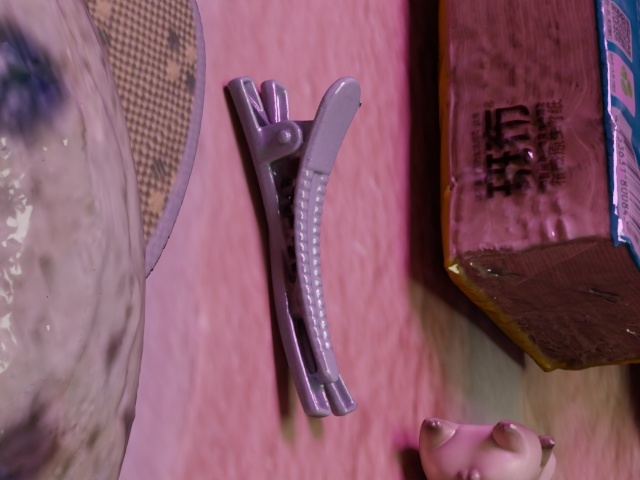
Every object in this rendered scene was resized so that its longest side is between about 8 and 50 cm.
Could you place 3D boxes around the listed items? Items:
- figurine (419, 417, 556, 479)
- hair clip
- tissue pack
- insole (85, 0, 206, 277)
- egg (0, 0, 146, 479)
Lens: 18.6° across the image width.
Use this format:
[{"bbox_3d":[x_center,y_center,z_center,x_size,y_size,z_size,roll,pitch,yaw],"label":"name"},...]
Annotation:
[{"bbox_3d":[0.060,0.094,0.706,0.083,0.047,0.051,34,64,-61],"label":"figurine"},{"bbox_3d":[-0.001,0.000,0.636,0.030,0.039,0.115,1,80,-56],"label":"hair clip"},{"bbox_3d":[0.097,-0.045,0.784,0.120,0.082,0.169,43,42,-55],"label":"tissue pack"},{"bbox_3d":[-0.092,-0.002,0.502,0.109,0.007,0.322,64,29,-21],"label":"insole"},{"bbox_3d":[-0.101,-0.005,0.341,0.182,0.141,0.141,66,29,-17],"label":"egg"}]
